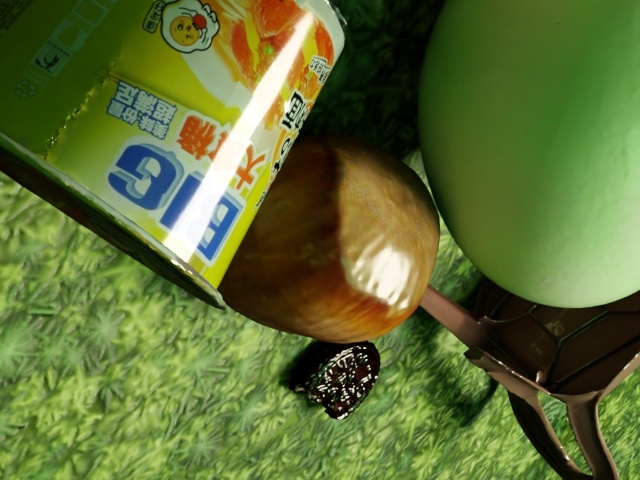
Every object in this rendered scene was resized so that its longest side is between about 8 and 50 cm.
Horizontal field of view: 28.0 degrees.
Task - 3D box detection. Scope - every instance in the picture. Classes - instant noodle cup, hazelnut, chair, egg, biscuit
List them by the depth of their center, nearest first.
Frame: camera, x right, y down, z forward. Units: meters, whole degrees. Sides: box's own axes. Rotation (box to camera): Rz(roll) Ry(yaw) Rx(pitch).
[{"bbox_3d":[-0.093,-0.084,0.623,0.153,0.205,0.205,-58,146,-7],"label":"instant noodle cup"},{"bbox_3d":[0.000,0.000,0.860,0.150,0.150,0.150,-29,139,-29],"label":"hazelnut"},{"bbox_3d":[0.176,-0.087,0.876,0.220,0.220,0.270,-7,104,-45],"label":"egg"},{"bbox_3d":[0.012,0.114,1.048,0.089,0.027,0.087,-24,136,-34],"label":"biscuit"},{"bbox_3d":[0.218,0.078,1.121,0.183,0.175,0.326,-42,141,1],"label":"chair"}]
